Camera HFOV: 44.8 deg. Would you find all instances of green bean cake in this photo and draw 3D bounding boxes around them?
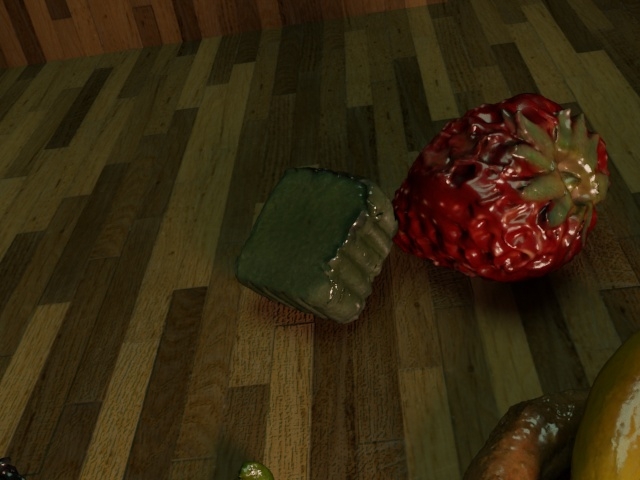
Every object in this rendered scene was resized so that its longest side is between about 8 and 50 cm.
[{"bbox_3d":[0.000,0.000,1.223,0.223,0.125,0.227,13,76,40],"label":"green bean cake"}]

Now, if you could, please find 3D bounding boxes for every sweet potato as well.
[{"bbox_3d":[0.252,0.248,0.907,0.342,0.092,0.114,-33,65,-29],"label":"sweet potato"}]

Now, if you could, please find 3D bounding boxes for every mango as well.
[{"bbox_3d":[0.369,0.211,0.835,0.332,0.195,0.142,-39,4,-31],"label":"mango"}]

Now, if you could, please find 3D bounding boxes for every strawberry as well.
[{"bbox_3d":[0.257,-0.059,1.228,0.345,0.295,0.317,-26,36,51],"label":"strawberry"}]

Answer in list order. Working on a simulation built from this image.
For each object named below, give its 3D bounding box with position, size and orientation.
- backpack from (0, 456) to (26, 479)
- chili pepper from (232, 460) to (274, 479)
[{"bbox_3d":[-0.511,0.364,0.778,0.446,0.254,0.363,-12,1,21],"label":"backpack"},{"bbox_3d":[-0.094,0.343,0.881,0.072,0.073,0.204,-22,20,16],"label":"chili pepper"}]
